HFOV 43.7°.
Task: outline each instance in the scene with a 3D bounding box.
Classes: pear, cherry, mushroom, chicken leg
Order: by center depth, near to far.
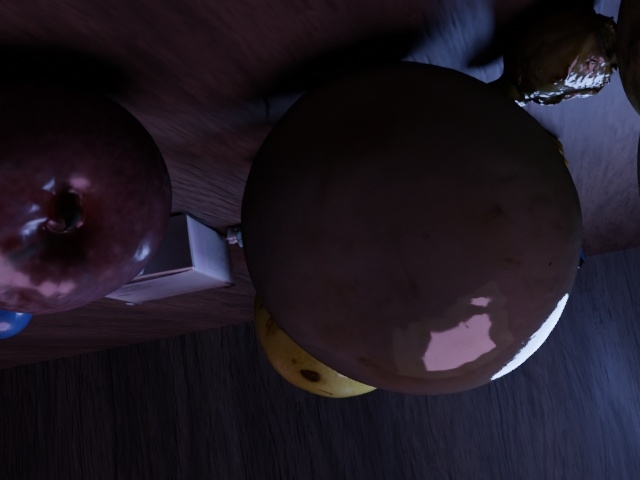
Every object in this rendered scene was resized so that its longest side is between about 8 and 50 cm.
[{"bbox_3d":[-0.257,-0.042,0.725,0.236,0.213,0.285,27,175,-31],"label":"cherry"},{"bbox_3d":[0.229,-0.169,0.808,0.103,0.088,0.228,-25,173,-12],"label":"chicken leg"},{"bbox_3d":[0.098,-0.017,0.866,0.362,0.362,0.294,-16,-164,30],"label":"mushroom"},{"bbox_3d":[0.034,0.142,1.579,0.348,0.348,0.348,-9,169,-2],"label":"pear"}]

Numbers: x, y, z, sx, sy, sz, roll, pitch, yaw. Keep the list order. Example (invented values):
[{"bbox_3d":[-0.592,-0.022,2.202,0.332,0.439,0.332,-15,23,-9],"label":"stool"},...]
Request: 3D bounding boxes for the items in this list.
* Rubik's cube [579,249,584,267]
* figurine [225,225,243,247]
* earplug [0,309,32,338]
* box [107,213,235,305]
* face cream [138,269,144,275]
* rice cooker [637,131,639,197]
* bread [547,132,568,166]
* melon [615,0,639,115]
[{"bbox_3d":[0.339,-0.029,1.368,0.180,0.183,0.167,-12,168,22],"label":"Rubik's cube"},{"bbox_3d":[-0.118,-0.013,1.442,0.106,0.047,0.060,-3,134,4],"label":"figurine"},{"bbox_3d":[-0.568,0.091,1.202,0.272,0.132,0.132,3,169,1],"label":"earplug"},{"bbox_3d":[-0.283,0.041,1.404,0.203,0.106,0.251,-10,170,8],"label":"box"},{"bbox_3d":[-0.312,0.009,1.239,0.091,0.095,0.091,-8,170,-1],"label":"face cream"},{"bbox_3d":[0.535,-0.096,0.911,0.277,0.288,0.288,-3,169,-4],"label":"rice cooker"},{"bbox_3d":[0.283,-0.118,1.166,0.116,0.077,0.200,-25,163,29],"label":"bread"},{"bbox_3d":[0.379,-0.156,0.573,0.329,0.249,0.248,-4,169,-5],"label":"melon"}]
